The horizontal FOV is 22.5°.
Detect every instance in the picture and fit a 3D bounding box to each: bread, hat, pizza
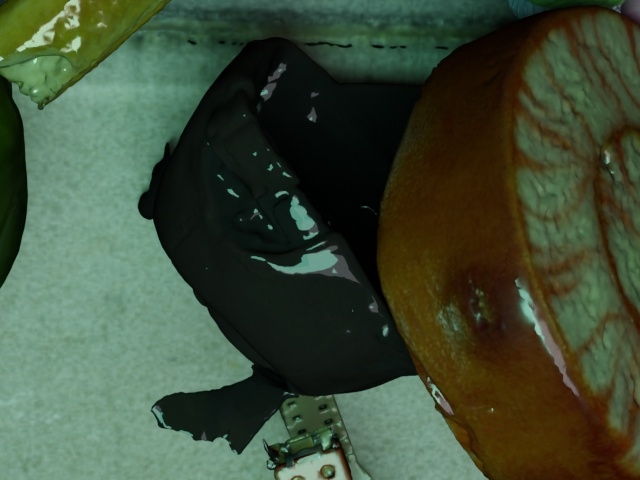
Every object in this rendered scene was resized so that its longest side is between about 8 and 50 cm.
[{"bbox_3d":[0.164,0.007,1.018,0.114,0.328,0.295,-18,113,37],"label":"bread"},{"bbox_3d":[-0.003,0.013,1.084,0.209,0.238,0.336,-33,157,31],"label":"hat"},{"bbox_3d":[-0.083,-0.201,0.942,0.268,0.258,0.087,-36,109,6],"label":"pizza"}]

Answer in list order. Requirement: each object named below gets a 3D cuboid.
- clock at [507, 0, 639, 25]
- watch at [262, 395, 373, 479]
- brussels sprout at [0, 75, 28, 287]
[{"bbox_3d":[0.210,-0.233,1.039,0.194,0.100,0.195,1,131,6],"label":"clock"},{"bbox_3d":[-0.003,0.154,1.160,0.102,0.165,0.268,-20,117,1],"label":"watch"},{"bbox_3d":[-0.323,-0.020,0.961,0.281,0.289,0.355,-6,137,-21],"label":"brussels sprout"}]
